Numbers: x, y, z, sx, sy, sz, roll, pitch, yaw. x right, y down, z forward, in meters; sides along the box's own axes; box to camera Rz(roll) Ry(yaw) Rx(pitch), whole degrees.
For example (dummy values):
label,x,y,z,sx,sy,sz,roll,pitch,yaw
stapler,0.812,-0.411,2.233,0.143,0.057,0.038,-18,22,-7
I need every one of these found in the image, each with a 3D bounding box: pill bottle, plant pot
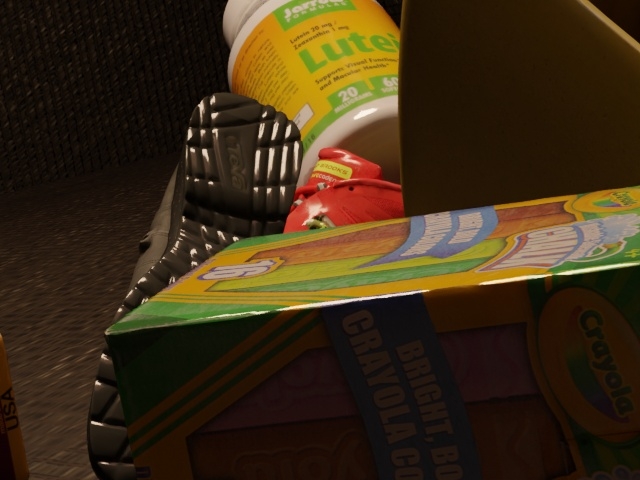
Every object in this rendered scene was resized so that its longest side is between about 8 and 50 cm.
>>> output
label,x,y,z,sx,sy,sz,roll,pitch,yaw
pill bottle,0.010,-0.107,1.284,0.136,0.136,0.245,-13,41,-15
plant pot,0.155,-0.054,0.778,0.212,0.212,0.187,-23,-31,-39

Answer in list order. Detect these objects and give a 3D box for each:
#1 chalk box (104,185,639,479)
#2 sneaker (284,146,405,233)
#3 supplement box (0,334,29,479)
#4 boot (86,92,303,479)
label,x,y,z,sx,sy,sz,roll,pitch,yaw
chalk box,0.065,0.059,0.523,0.213,0.132,0.132,-9,8,15
sneaker,0.000,0.000,1.136,0.279,0.118,0.107,-14,7,-22
supplement box,-0.252,0.104,0.840,0.188,0.080,0.104,-17,10,-43
boot,-0.071,0.057,0.890,0.083,0.246,0.161,19,-40,-7
